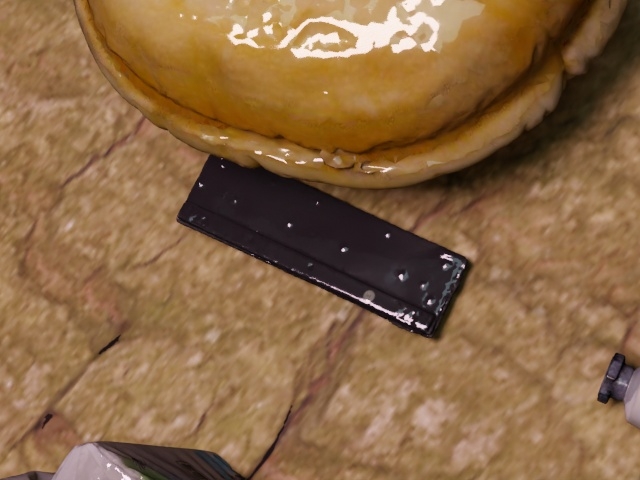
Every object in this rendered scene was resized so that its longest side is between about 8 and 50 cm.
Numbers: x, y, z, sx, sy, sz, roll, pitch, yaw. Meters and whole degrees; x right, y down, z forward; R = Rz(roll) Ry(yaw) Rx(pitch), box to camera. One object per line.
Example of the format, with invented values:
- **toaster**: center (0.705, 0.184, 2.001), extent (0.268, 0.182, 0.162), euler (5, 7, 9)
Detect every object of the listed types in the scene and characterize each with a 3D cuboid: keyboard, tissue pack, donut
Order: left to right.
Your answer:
- **tissue pack**: center (-0.146, 0.218, 1.029), extent (0.145, 0.229, 0.159), euler (32, 91, 20)
- **keyboard**: center (0.000, 0.000, 1.138), extent (0.231, 0.023, 0.072), euler (24, 80, 18)
- **donut**: center (0.021, -0.248, 1.084), extent (0.448, 0.198, 0.449), euler (-3, 80, 15)

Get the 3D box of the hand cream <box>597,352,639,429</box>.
- **hand cream**: center (0.309, 0.137, 1.014), extent (0.234, 0.050, 0.080), euler (22, 86, 14)
